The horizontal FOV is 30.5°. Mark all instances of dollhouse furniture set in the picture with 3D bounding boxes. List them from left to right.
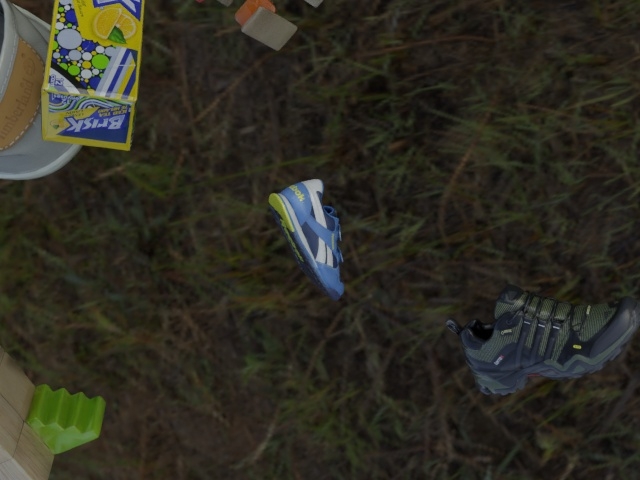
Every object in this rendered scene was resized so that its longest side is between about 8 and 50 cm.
[{"bbox_3d":[-0.090,-0.420,1.486,0.259,0.135,0.262,-46,67,15],"label":"dollhouse furniture set"}]

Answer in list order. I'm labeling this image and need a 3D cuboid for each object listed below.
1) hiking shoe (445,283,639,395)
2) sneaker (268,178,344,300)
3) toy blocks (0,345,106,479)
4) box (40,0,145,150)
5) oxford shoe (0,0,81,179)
[{"bbox_3d":[0.253,0.100,1.344,0.227,0.086,0.114,-25,107,30],"label":"hiking shoe"},{"bbox_3d":[0.000,0.000,1.217,0.053,0.059,0.144,31,151,53],"label":"sneaker"},{"bbox_3d":[-0.427,0.153,1.038,0.381,0.191,0.261,-23,121,15],"label":"toy blocks"},{"bbox_3d":[-0.145,-0.144,0.769,0.054,0.059,0.169,113,160,-55],"label":"box"},{"bbox_3d":[-0.375,-0.173,0.848,0.449,0.130,0.169,24,89,9],"label":"oxford shoe"}]
